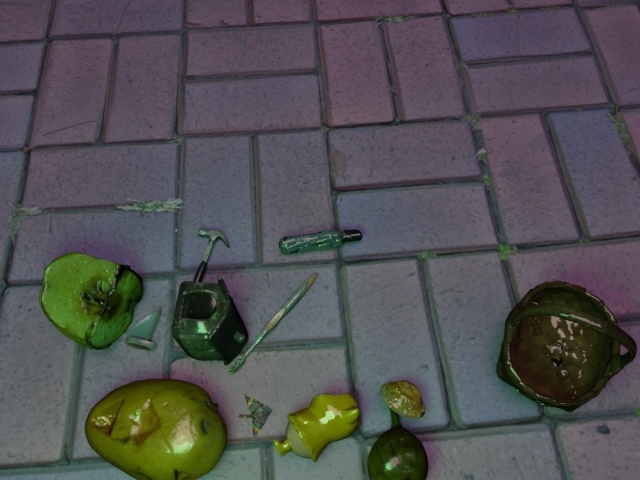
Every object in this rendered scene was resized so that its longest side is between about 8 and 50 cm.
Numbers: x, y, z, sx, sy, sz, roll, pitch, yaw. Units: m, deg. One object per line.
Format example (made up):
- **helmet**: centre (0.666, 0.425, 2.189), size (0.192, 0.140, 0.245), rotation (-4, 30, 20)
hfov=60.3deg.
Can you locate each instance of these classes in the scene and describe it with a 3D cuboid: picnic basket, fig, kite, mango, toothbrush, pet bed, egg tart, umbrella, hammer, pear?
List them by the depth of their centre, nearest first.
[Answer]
- **mango**: centre (-0.409, 0.471, 1.369), size (0.366, 0.182, 0.252), rotation (2, 66, 14)
- **picnic basket**: centre (0.622, 0.246, 1.387), size (0.293, 0.337, 0.337), rotation (25, 66, 12)
- **fig**: centre (0.181, 0.510, 1.389), size (0.152, 0.151, 0.259), rotation (-5, 30, -2)
- **egg tart**: centre (0.219, 0.403, 1.422), size (0.129, 0.049, 0.128), rotation (22, 24, -10)
- **kite**: centre (-0.170, 0.461, 1.456), size (0.090, 0.004, 0.122), rotation (-9, 64, -5)
- **pet bed**: centre (-0.280, 0.217, 1.459), size (0.160, 0.210, 0.183), rotation (0, 56, 5)
- **pear**: centre (-0.657, 0.162, 1.528), size (0.256, 0.164, 0.238), rotation (14, 75, 13)
- **toothbrush**: centre (-0.130, 0.229, 1.558), size (0.028, 0.037, 0.375), rotation (37, 67, 13)
- **hammer**: centre (-0.345, 0.081, 1.634), size (0.103, 0.029, 0.246), rotation (11, 66, 6)
- **umbrella**: centre (0.000, 0.002, 1.655), size (0.251, 0.052, 0.053), rotation (-7, 63, -2)

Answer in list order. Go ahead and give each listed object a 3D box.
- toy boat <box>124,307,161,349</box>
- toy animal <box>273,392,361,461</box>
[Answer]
- **toy boat**: centre (-0.492, 0.245, 1.557), size (0.096, 0.034, 0.122), rotation (11, 56, 6)
- **toy animal**: centre (-0.005, 0.467, 1.374), size (0.230, 0.156, 0.156), rotation (-24, 66, -10)
